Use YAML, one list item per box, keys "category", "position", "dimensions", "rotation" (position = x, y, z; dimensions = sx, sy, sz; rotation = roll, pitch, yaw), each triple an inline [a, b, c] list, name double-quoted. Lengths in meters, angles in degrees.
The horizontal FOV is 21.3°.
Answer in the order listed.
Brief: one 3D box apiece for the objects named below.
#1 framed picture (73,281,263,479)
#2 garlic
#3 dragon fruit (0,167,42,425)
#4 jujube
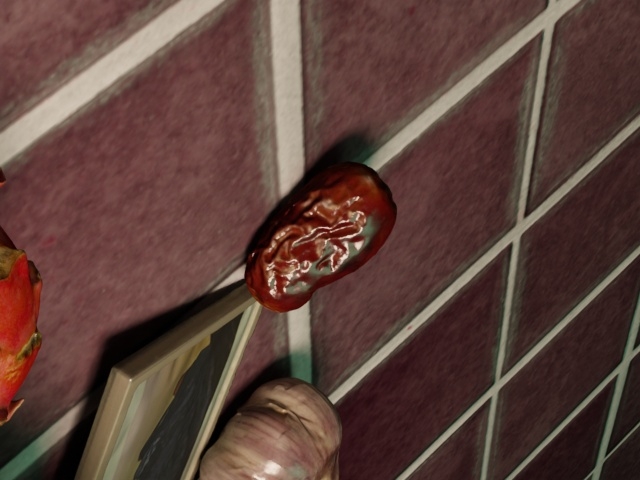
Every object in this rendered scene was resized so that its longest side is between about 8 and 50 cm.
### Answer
- category: "framed picture"
  position: [-0.129, 0.160, 1.283]
  dimensions: [0.192, 0.018, 0.265]
  rotation: [-35, 152, -53]
- category: "garlic"
  position: [-0.037, 0.189, 1.401]
  dimensions: [0.159, 0.102, 0.147]
  rotation: [-52, 160, -21]
- category: "dragon fruit"
  position: [-0.206, 0.035, 0.868]
  dimensions: [0.133, 0.136, 0.166]
  rotation: [-10, 122, -59]
- category: "jujube"
  position: [0.000, 0.000, 1.252]
  dimensions: [0.129, 0.077, 0.077]
  rotation: [-45, 156, -1]
